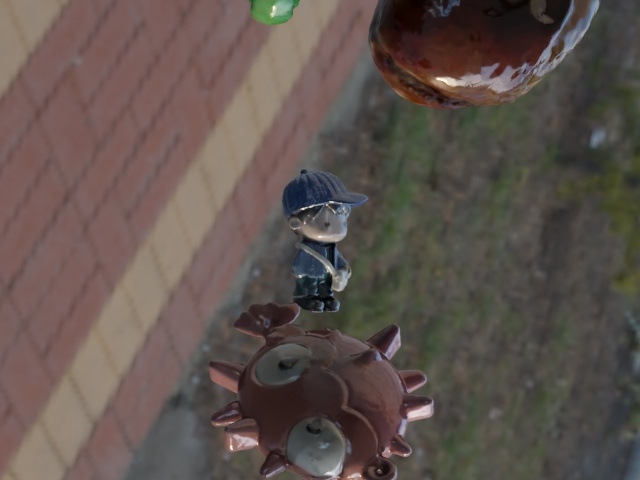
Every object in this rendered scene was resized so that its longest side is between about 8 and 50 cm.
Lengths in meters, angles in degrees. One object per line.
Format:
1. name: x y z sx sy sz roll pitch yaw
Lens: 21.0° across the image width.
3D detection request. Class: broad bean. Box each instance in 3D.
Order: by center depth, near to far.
1. broad bean: 0.129 -0.191 1.308 0.228 0.156 0.122 -51 -171 -29

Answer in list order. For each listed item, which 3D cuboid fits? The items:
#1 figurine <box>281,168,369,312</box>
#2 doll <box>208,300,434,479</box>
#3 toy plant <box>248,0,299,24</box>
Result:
1. figurine: 0.000 0.000 1.855 0.086 0.087 0.149 -1 99 -45
2. doll: -0.003 0.148 1.667 0.211 0.262 0.093 -17 136 -14
3. toy plant: -0.023 -0.251 1.195 0.240 0.088 0.154 -88 -172 -53
